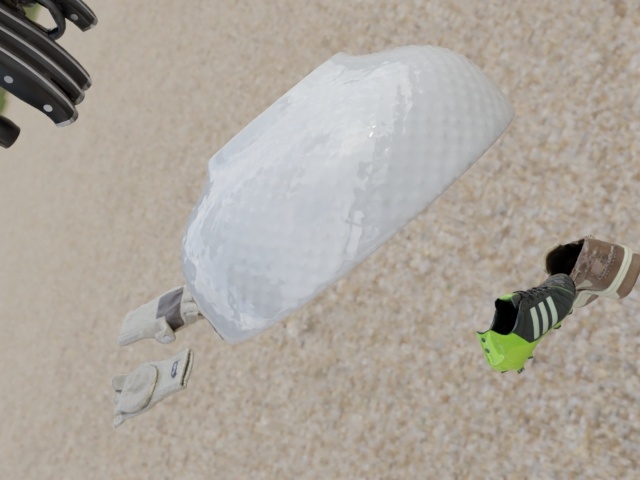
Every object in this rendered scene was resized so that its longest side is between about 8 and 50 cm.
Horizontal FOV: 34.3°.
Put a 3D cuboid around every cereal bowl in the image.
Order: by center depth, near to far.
[{"bbox_3d":[0.000,-0.064,0.934,0.339,0.141,0.339,-40,5,4],"label":"cereal bowl"}]

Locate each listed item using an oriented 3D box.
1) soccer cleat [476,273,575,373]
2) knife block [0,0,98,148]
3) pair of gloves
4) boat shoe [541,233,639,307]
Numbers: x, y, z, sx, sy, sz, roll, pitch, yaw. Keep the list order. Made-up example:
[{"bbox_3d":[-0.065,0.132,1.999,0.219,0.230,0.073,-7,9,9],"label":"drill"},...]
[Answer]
[{"bbox_3d":[0.244,0.082,1.216,0.060,0.072,0.179,-12,24,48],"label":"soccer cleat"},{"bbox_3d":[-0.275,-0.160,0.628,0.088,0.275,0.242,-34,79,34],"label":"knife block"},{"bbox_3d":[-0.265,0.179,1.711,0.204,0.042,0.240,-29,39,31],"label":"pair of gloves"},{"bbox_3d":[0.352,0.031,1.435,0.257,0.095,0.095,129,164,-79],"label":"boat shoe"}]
